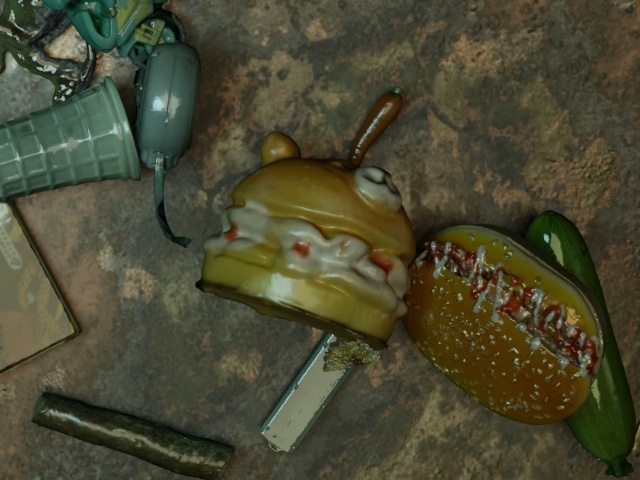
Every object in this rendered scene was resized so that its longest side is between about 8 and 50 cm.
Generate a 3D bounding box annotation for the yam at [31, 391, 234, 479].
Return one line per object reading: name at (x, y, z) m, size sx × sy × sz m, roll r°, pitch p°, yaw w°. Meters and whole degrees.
yam at (-0.253, 0.264, 1.787) m, size 0.274 × 0.061 × 0.061 m, roll 19°, pitch 94°, yaw -7°

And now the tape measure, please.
tape measure at (-0.191, -0.121, 1.599) m, size 0.084 × 0.330 × 0.164 m, roll 3°, pitch 125°, yaw -5°

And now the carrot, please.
carrot at (0.071, -0.149, 1.791) m, size 0.035 × 0.035 × 0.142 m, roll 31°, pitch 100°, yaw -9°

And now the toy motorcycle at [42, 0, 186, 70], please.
toy motorcycle at (-0.260, -0.353, 1.663) m, size 0.198 × 0.109 × 0.296 m, roll -10°, pitch 117°, yaw -31°

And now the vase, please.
vase at (-0.390, -0.101, 1.668) m, size 0.299 × 0.143 × 0.143 m, roll -17°, pitch 98°, yaw -12°

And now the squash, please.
squash at (0.355, 0.143, 1.818) m, size 0.107 × 0.107 × 0.395 m, roll -20°, pitch 100°, yaw -4°

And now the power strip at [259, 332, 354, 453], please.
power strip at (0.005, 0.183, 1.823) m, size 0.060 × 0.027 × 0.252 m, roll 35°, pitch 91°, yaw -8°

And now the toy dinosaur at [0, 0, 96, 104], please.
toy dinosaur at (-0.383, -0.314, 1.699) m, size 0.162 × 0.077 × 0.294 m, roll -10°, pitch 112°, yaw -10°

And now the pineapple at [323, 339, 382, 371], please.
pineapple at (0.042, 0.152, 1.799) m, size 0.083 × 0.019 × 0.045 m, roll -9°, pitch 100°, yaw -2°

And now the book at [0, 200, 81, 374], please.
book at (-0.573, 0.090, 1.738) m, size 0.428 × 0.039 × 0.300 m, roll -27°, pitch 99°, yaw -4°

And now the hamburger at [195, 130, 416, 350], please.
hamburger at (0.000, 0.000, 1.692) m, size 0.276 × 0.276 × 0.236 m, roll 20°, pitch 81°, yaw -9°

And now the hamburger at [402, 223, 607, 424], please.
hamburger at (0.233, 0.108, 1.729) m, size 0.295 × 0.151 × 0.227 m, roll 34°, pitch 125°, yaw 15°
